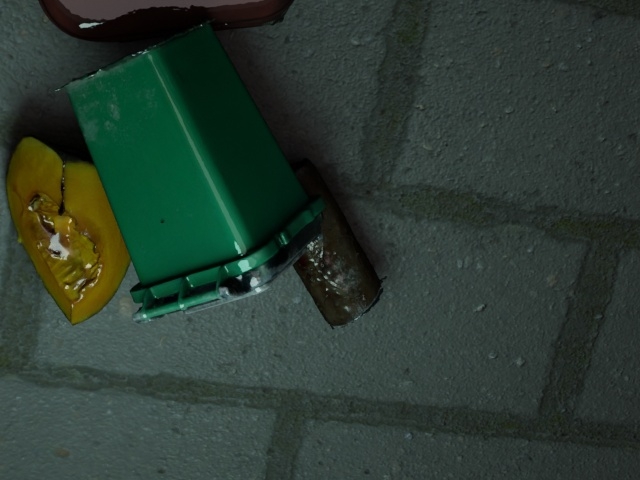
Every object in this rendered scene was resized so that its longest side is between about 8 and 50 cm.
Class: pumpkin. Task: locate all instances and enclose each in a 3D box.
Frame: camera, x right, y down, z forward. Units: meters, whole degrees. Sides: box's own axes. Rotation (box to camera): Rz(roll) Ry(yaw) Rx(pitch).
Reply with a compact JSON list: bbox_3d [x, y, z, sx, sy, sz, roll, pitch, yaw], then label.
[{"bbox_3d":[-0.391,-0.045,1.701,0.148,0.169,0.312,-22,131,-40],"label":"pumpkin"}]

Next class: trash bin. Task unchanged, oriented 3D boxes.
[{"bbox_3d":[-0.198,-0.097,1.568,0.259,0.295,0.381,-18,104,31],"label":"trash bin"}]

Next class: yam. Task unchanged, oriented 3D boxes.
[{"bbox_3d":[-0.002,0.001,1.788,0.131,0.131,0.280,-30,110,-1],"label":"yam"}]

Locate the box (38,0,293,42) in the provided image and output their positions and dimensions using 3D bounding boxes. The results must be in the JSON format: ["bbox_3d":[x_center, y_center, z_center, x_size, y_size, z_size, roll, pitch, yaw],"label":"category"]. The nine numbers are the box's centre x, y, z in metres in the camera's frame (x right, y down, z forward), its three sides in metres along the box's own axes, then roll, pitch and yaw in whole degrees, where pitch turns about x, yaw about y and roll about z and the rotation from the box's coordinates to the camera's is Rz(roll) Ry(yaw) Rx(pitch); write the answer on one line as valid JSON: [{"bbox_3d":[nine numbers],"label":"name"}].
[{"bbox_3d":[-0.224,-0.431,1.589,0.403,0.108,0.263,-8,109,-10],"label":"box"}]
